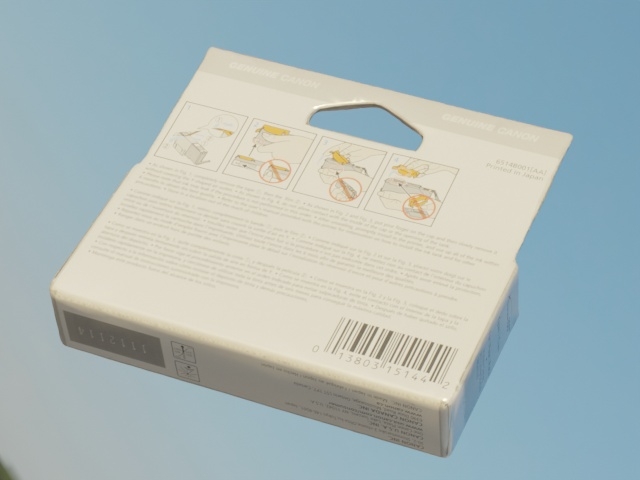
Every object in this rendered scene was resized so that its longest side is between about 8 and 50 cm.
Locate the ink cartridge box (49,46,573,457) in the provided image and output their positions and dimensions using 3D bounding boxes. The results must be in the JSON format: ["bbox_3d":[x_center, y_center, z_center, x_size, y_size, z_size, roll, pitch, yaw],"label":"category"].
[{"bbox_3d":[0.000,0.000,1.404,0.296,0.261,0.066,15,-39,19],"label":"ink cartridge box"}]
